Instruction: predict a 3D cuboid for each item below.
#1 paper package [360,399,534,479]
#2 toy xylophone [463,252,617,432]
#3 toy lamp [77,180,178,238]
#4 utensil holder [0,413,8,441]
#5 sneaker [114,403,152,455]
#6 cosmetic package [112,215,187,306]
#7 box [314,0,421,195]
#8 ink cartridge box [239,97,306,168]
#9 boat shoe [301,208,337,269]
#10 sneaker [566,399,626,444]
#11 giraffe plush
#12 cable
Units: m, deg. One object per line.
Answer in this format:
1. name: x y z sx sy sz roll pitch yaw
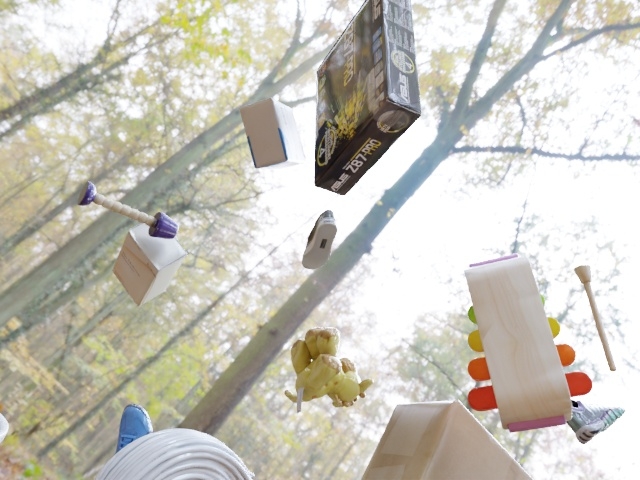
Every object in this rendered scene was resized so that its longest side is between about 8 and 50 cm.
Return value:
1. paper package: 0.229 0.521 1.112 0.309 0.325 0.168 47 -38 -16
2. toy xylophone: 0.365 0.161 1.007 0.236 0.322 0.081 -6 -25 16
3. toy lamp: -0.526 -0.074 1.613 0.275 0.080 0.080 24 -20 -31
4. utensil holder: -1.035 0.598 1.447 0.328 0.385 0.327 24 -9 4
5. sneaker: -0.429 0.473 1.310 0.069 0.082 0.209 10 -73 6
6. cosmetic package: -0.547 0.071 1.839 0.160 0.113 0.309 51 -37 6
7. box: 0.096 -0.347 1.334 0.097 0.394 0.318 18 -35 -24
8. ink cartridge box: -0.110 -0.250 1.406 0.086 0.203 0.148 -14 -88 11
9. boat shoe: 0.000 0.000 1.725 0.078 0.070 0.219 12 -45 -16
10. sneaker: 0.658 0.413 1.407 0.098 0.224 0.083 50 -58 33
11. giraffe plush: 0.031 0.329 1.406 0.170 0.210 0.181 24 -22 -28
12. cable: -0.215 0.406 0.834 0.089 0.257 0.257 3 -41 50
